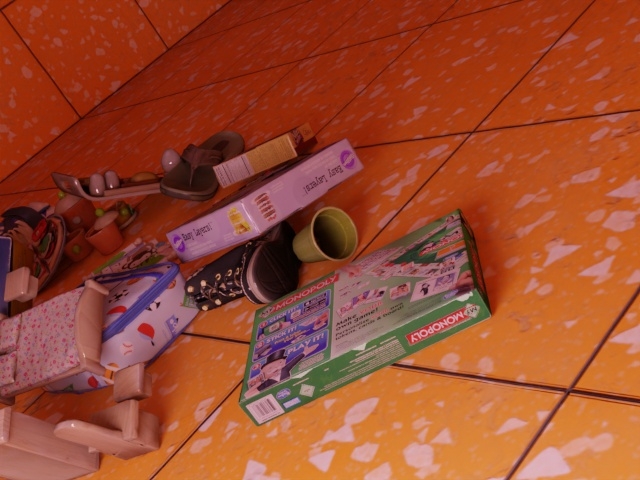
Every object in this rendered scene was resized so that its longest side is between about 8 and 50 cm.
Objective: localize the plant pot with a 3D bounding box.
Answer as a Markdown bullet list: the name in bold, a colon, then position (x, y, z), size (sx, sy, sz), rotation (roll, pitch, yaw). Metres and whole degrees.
- **plant pot**: position (0.000, 0.000, 1.427), size (0.079, 0.083, 0.083), rotation (-24, 21, 53)

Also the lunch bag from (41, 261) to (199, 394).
- **lunch bag**: position (-0.351, 0.135, 1.575), size (0.303, 0.115, 0.243), rotation (-9, 31, 44)

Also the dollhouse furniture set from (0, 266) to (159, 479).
- **dollhouse furniture set**: position (-0.387, 0.137, 1.328), size (0.303, 0.174, 0.355), rotation (-22, 56, 25)

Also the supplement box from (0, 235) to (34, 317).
- **supplement box**: position (-0.620, 0.096, 1.681), size (0.194, 0.195, 0.356), rotation (2, -5, -11)

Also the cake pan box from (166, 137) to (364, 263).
- **cake pan box**: position (-0.089, -0.066, 1.586), size (0.267, 0.070, 0.245), rotation (-34, 11, -37)

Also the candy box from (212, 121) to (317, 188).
- **candy box**: position (-0.110, -0.170, 1.914), size (0.186, 0.053, 0.109), rotation (-19, 11, 28)

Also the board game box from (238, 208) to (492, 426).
- **board game box**: position (0.051, 0.091, 1.199), size (0.317, 0.046, 0.213), rotation (-27, 22, 16)

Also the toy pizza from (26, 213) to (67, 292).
- **toy pizza**: position (-0.637, 0.031, 2.162), size (0.201, 0.032, 0.201), rotation (-30, 47, 38)

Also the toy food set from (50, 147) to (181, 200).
- **toy food set**: position (-0.433, -0.155, 2.167), size (0.306, 0.092, 0.219), rotation (-10, 11, -28)

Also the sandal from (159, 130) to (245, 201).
- **sandal**: position (-0.255, -0.175, 2.051), size (0.120, 0.086, 0.303), rotation (11, 36, 12)

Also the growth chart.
- **growth chart**: position (-0.372, 0.050, 1.895), size (0.172, 0.021, 0.237), rotation (-40, 23, -17)

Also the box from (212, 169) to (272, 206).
- **box**: position (-0.143, -0.077, 1.831), size (0.137, 0.027, 0.094), rotation (-31, 21, 6)

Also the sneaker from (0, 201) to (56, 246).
- **sneaker**: position (-0.733, -0.011, 2.363), size (0.236, 0.130, 0.323), rotation (-40, 17, -4)

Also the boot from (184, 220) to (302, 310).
- **boot**: position (-0.124, 0.064, 1.438), size (0.178, 0.085, 0.236), rotation (-28, 13, 17)

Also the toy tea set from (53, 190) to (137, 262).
- **toy tea set**: position (-0.543, -0.045, 2.184), size (0.336, 0.124, 0.200), rotation (-10, 32, 45)
